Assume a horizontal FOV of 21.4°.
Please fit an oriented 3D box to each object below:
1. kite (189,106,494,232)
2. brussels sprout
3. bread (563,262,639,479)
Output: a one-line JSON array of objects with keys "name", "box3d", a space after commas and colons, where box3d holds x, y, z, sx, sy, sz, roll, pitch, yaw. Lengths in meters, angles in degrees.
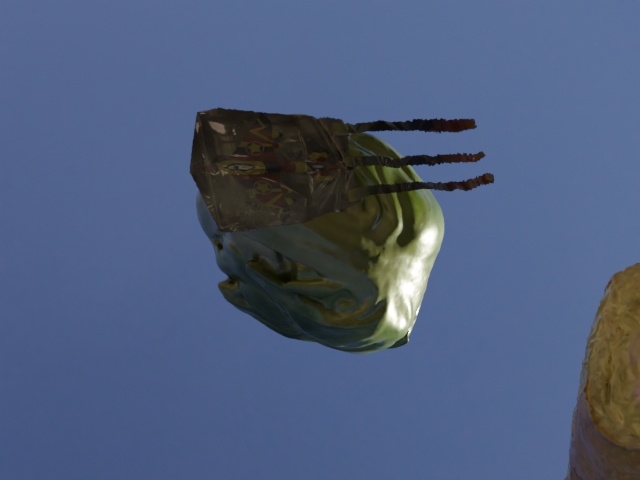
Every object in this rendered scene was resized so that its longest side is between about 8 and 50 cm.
[{"name": "kite", "box3d": [0.016, -0.064, 1.364, 0.245, 0.015, 0.141, -4, -129, -10]}, {"name": "brussels sprout", "box3d": [0.000, 0.000, 2.021, 0.328, 0.328, 0.247, -3, -126, 29]}, {"name": "bread", "box3d": [0.354, 0.221, 1.847, 0.165, 0.375, 0.237, 7, -126, 8]}]
